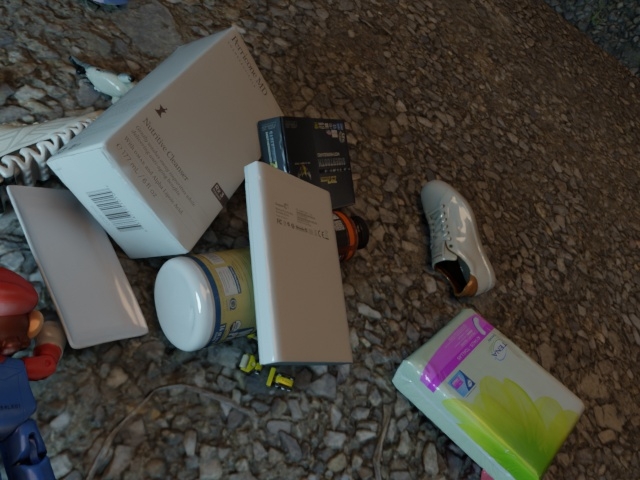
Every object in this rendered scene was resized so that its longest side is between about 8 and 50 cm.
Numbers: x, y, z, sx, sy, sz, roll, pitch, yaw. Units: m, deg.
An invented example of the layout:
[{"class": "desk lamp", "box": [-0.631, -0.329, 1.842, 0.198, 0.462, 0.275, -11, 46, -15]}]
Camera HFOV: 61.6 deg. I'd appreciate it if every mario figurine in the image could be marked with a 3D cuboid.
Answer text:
[{"class": "mario figurine", "box": [-0.419, 0.185, 0.665, 0.170, 0.198, 0.321, -13, 72, -7]}]

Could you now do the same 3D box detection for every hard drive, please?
[{"class": "hard drive", "box": [-0.033, 0.044, 0.867, 0.203, 0.040, 0.308, 18, 60, -52]}]

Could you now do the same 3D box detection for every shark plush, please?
[{"class": "shark plush", "box": [-0.411, -0.307, 1.039, 0.161, 0.073, 0.067, 17, 32, 3]}]

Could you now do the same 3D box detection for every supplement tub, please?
[{"class": "supplement tub", "box": [0.000, 0.000, 1.041, 0.197, 0.106, 0.106, -11, 68, -35]}, {"class": "supplement tub", "box": [-0.147, 0.087, 0.865, 0.199, 0.144, 0.144, -9, 67, -45]}]

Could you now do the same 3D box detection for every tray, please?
[{"class": "tray", "box": [-0.373, 0.038, 0.819, 0.270, 0.030, 0.145, 61, 22, 14]}]

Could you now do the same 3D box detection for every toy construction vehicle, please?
[{"class": "toy construction vehicle", "box": [-0.087, 0.204, 0.916, 0.098, 0.035, 0.086, 22, 64, -15]}]

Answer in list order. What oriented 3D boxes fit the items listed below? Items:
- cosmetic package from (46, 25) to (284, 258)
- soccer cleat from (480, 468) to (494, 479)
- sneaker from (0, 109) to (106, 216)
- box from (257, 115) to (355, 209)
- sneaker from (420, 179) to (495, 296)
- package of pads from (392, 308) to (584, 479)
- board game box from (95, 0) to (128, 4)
[{"class": "cosmetic package", "box": [-0.236, -0.175, 0.925, 0.217, 0.156, 0.385, 58, 44, -33]}, {"class": "soccer cleat", "box": [0.335, 0.485, 0.974, 0.095, 0.083, 0.248, 62, 38, -26]}, {"class": "sneaker", "box": [-0.461, -0.153, 0.868, 0.118, 0.110, 0.292, 41, 49, 9]}, {"class": "box", "box": [-0.019, -0.146, 1.057, 0.232, 0.059, 0.184, -15, 99, -55]}, {"class": "sneaker", "box": [0.291, -0.009, 1.216, 0.123, 0.106, 0.290, -11, 70, -38]}, {"class": "package of pads", "box": [0.320, 0.288, 1.014, 0.296, 0.101, 0.229, 42, 47, 22]}, {"class": "board game box", "box": [-0.476, -0.564, 1.151, 0.133, 0.033, 0.169, 15, 61, -29]}]
